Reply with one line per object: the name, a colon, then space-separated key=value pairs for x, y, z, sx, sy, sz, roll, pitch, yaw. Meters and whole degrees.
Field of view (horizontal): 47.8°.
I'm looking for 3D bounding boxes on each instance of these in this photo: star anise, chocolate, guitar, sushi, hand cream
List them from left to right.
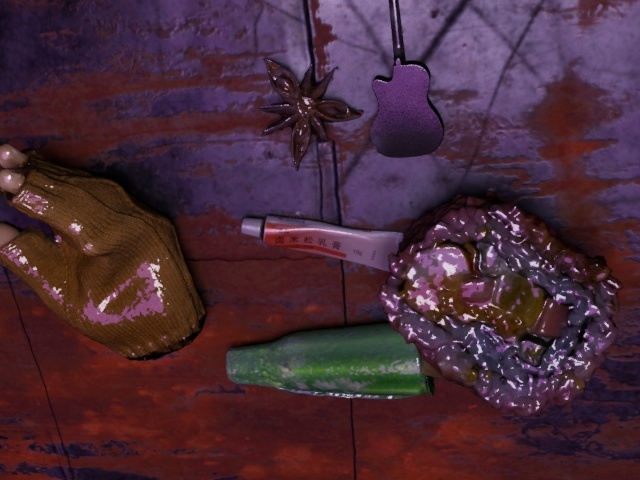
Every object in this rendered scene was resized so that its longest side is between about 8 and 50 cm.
star anise: x=-0.027 y=-0.169 z=0.870 sx=0.124 sy=0.056 sz=0.129 roll=-41 pitch=100 yaw=-1
hand cream: x=0.000 y=0.000 z=0.961 sx=0.216 sy=0.038 sz=0.052 roll=10 pitch=144 yaw=1
chocolate: x=0.010 y=0.169 z=1.004 sx=0.291 sy=0.110 sz=0.110 roll=-5 pitch=115 yaw=15
guitar: x=0.093 y=-0.209 z=0.844 sx=0.088 sy=0.025 sz=0.233 roll=-3 pitch=115 yaw=13
sushi: x=0.200 y=0.073 z=0.867 sx=0.270 sy=0.171 sz=0.236 roll=33 pitch=100 yaw=0

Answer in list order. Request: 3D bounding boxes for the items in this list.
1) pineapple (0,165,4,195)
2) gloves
pineapple: x=-0.475 y=-0.055 z=0.902 sx=0.119 sy=0.237 sz=0.111 roll=38 pitch=110 yaw=-14
gloves: x=-0.294 y=0.014 z=0.948 sx=0.203 sy=0.155 sz=0.356 roll=-19 pitch=127 yaw=26
